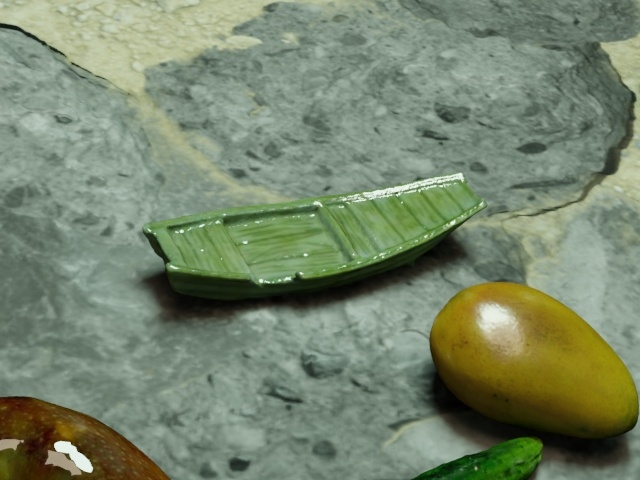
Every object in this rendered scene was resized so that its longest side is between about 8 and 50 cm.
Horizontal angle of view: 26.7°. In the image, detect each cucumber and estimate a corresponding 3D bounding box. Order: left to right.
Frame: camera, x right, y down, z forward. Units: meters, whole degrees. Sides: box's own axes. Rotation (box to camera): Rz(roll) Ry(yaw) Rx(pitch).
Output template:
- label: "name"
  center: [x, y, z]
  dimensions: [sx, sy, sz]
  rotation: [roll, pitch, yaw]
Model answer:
- label: "cucumber"
  center: [0.101, 0.170, 0.951]
  dimensions: [0.168, 0.039, 0.039]
  rotation: [-17, 48, -33]

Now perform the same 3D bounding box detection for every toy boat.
- label: "toy boat"
  center: [0.000, 0.000, 1.111]
  dimensions: [0.293, 0.055, 0.093]
  rotation: [-11, 44, -24]

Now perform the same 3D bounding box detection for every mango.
- label: "mango"
  center: [0.162, 0.091, 1.023]
  dimensions: [0.163, 0.089, 0.111]
  rotation: [16, 51, -11]

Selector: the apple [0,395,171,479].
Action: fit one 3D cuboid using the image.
- label: "apple"
  center: [-0.167, 0.193, 0.721]
  dimensions: [0.230, 0.230, 0.230]
  rotation: [7, 40, -6]
